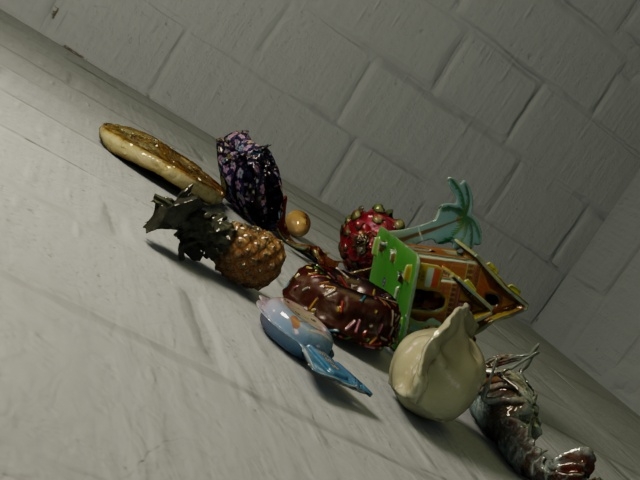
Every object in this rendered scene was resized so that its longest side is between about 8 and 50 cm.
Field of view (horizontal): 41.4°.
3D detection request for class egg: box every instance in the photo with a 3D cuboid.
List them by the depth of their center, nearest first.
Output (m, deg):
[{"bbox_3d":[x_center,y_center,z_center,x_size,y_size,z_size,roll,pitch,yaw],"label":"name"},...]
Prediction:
[{"bbox_3d":[-0.062,-0.044,2.319,0.071,0.071,0.083,31,19,-16],"label":"egg"}]

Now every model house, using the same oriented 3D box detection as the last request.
[{"bbox_3d":[0.293,0.052,1.786,0.323,0.340,0.300,8,10,-13],"label":"model house"}]

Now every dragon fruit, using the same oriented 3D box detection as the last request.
[{"bbox_3d":[0.134,0.024,2.316,0.198,0.273,0.218,-33,62,-33],"label":"dragon fruit"}]

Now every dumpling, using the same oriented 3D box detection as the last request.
[{"bbox_3d":[0.193,0.188,1.337,0.147,0.193,0.258,31,8,21],"label":"dumpling"}]

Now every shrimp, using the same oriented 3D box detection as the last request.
[{"bbox_3d":[0.344,0.298,1.473,0.411,0.165,0.222,-96,163,-64],"label":"shrimp"}]

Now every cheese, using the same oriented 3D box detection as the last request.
[{"bbox_3d":[-0.020,0.146,1.245,0.135,0.052,0.244,28,9,-38],"label":"cheese"}]

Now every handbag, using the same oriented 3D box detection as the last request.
[{"bbox_3d":[-0.172,-0.143,2.089,0.126,0.229,0.208,-17,33,-20],"label":"handbag"}]

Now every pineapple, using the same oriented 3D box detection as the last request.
[{"bbox_3d":[-0.173,-0.008,1.369,0.237,0.119,0.111,27,-5,-29],"label":"pineapple"}]

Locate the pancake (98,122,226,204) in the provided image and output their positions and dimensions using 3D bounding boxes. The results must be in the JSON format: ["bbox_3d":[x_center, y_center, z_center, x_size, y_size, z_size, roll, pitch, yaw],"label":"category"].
[{"bbox_3d":[-0.360,-0.181,1.965,0.356,0.065,0.356,34,7,-5],"label":"pancake"}]

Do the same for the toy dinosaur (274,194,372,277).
[{"bbox_3d":[0.000,-0.001,2.130,0.206,0.113,0.327,28,6,-33],"label":"toy dinosaur"}]

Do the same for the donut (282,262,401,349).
[{"bbox_3d":[0.046,0.113,1.546,0.235,0.089,0.235,22,8,-3],"label":"donut"}]

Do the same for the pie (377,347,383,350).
[{"bbox_3d":[0.084,0.182,1.604,0.084,0.020,0.084,30,7,-4],"label":"pie"}]

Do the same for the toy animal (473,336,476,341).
[{"bbox_3d":[0.250,0.218,1.910,0.202,0.070,0.105,18,-29,-36],"label":"toy animal"}]
